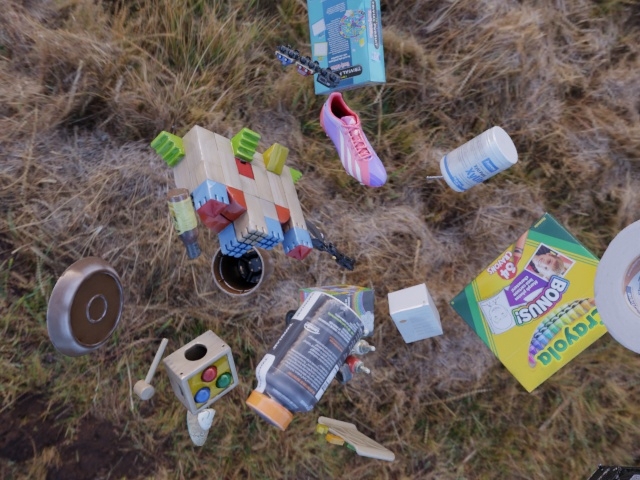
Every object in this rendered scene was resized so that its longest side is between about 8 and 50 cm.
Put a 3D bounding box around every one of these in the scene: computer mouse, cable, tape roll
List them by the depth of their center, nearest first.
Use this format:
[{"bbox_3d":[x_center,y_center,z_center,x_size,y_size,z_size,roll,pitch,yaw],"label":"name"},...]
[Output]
[{"bbox_3d":[0.536,0.072,0.842,0.072,0.219,0.219,12,98,-26],"label":"tape roll"},{"bbox_3d":[0.018,0.251,1.341,0.072,0.287,0.139,-6,101,-35],"label":"cable"},{"bbox_3d":[0.000,0.000,1.637,0.060,0.262,0.184,-57,139,-5],"label":"computer mouse"}]

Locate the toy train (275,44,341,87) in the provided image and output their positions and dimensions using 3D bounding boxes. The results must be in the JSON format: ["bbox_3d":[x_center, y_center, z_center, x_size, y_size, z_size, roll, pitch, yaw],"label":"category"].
[{"bbox_3d":[-0.027,-0.337,1.073,0.027,0.158,0.036,-28,146,-48],"label":"toy train"}]

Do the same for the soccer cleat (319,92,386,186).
[{"bbox_3d":[0.076,-0.231,1.275,0.083,0.095,0.248,-20,64,-23],"label":"soccer cleat"}]

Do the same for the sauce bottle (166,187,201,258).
[{"bbox_3d":[-0.239,-0.028,0.980,0.042,0.042,0.128,-15,117,-12],"label":"sauce bottle"}]

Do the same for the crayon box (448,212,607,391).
[{"bbox_3d":[0.587,0.163,1.476,0.363,0.106,0.313,-48,68,21],"label":"crayon box"}]

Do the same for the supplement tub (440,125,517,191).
[{"bbox_3d":[0.258,-0.132,0.907,0.071,0.107,0.071,24,52,-34],"label":"supplement tub"}]

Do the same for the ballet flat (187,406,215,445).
[{"bbox_3d":[-0.317,0.436,1.463,0.067,0.073,0.206,-16,81,24],"label":"ballet flat"}]

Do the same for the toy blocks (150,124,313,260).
[{"bbox_3d":[-0.169,-0.080,1.222,0.190,0.261,0.381,-34,147,29],"label":"toy blocks"}]

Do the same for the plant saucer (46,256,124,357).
[{"bbox_3d":[-0.698,0.205,1.689,0.050,0.310,0.311,6,102,19],"label":"plant saucer"}]

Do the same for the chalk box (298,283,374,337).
[{"bbox_3d":[0.033,0.263,1.995,0.289,0.179,0.180,-1,93,-41],"label":"chalk box"}]

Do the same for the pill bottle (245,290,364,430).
[{"bbox_3d":[-0.033,0.226,1.030,0.130,0.130,0.246,45,66,-19],"label":"pill bottle"}]

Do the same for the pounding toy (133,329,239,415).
[{"bbox_3d":[-0.294,0.295,1.206,0.206,0.094,0.181,-32,134,-31],"label":"pounding toy"}]

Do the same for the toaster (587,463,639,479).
[{"bbox_3d":[0.391,0.348,0.647,0.168,0.185,0.110,-23,85,-35],"label":"toaster"}]

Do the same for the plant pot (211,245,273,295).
[{"bbox_3d":[-0.229,0.083,1.723,0.167,0.165,0.167,0,90,13],"label":"plant pot"}]

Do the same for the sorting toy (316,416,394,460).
[{"bbox_3d":[0.090,0.689,1.921,0.307,0.229,0.041,28,85,-39],"label":"sorting toy"}]

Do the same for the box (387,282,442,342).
[{"bbox_3d":[0.310,0.240,1.807,0.130,0.091,0.170,-17,131,16],"label":"box"}]

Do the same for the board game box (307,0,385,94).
[{"bbox_3d":[0.080,-0.669,1.809,0.079,0.253,0.336,-12,100,-43],"label":"board game box"}]

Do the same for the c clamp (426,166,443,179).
[{"bbox_3d":[0.315,-0.160,1.282,0.137,0.161,0.022,4,106,9],"label":"c clamp"}]
